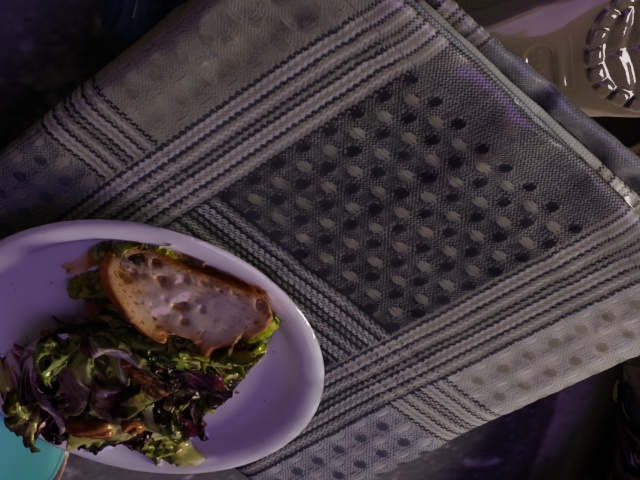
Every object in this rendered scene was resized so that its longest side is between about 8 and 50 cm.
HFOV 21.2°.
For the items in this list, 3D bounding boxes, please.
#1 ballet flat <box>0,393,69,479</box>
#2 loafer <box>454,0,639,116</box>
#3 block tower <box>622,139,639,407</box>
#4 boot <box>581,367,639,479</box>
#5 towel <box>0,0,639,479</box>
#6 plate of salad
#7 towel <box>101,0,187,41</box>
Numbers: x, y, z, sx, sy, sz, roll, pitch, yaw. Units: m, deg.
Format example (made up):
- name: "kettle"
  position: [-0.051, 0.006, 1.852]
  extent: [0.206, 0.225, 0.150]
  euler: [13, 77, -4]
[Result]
- name: "ballet flat"
  position: [-0.189, 0.142, 0.995]
  extent: [0.073, 0.067, 0.206]
  euler: [7, 103, -28]
- name: "loafer"
  position: [0.127, -0.117, 0.883]
  extent: [0.269, 0.092, 0.102]
  euler: [-12, 134, -9]
- name: "block tower"
  position: [0.238, 0.102, 0.983]
  extent: [0.097, 0.091, 0.335]
  euler: [-23, 90, 0]
- name: "boot"
  position: [0.191, 0.187, 1.146]
  extent: [0.377, 0.138, 0.284]
  euler: [-8, 133, -21]
- name: "towel"
  position: [0.000, 0.000, 0.877]
  extent: [0.324, 0.056, 0.312]
  euler: [-30, 123, 34]
- name: "plate of salad"
  position: [-0.098, 0.067, 0.889]
  extent: [0.200, 0.048, 0.200]
  euler: [5, 136, 5]
- name: "towel"
  position: [-0.046, -0.124, 0.852]
  extent: [0.119, 0.029, 0.067]
  euler: [1, 130, -23]
